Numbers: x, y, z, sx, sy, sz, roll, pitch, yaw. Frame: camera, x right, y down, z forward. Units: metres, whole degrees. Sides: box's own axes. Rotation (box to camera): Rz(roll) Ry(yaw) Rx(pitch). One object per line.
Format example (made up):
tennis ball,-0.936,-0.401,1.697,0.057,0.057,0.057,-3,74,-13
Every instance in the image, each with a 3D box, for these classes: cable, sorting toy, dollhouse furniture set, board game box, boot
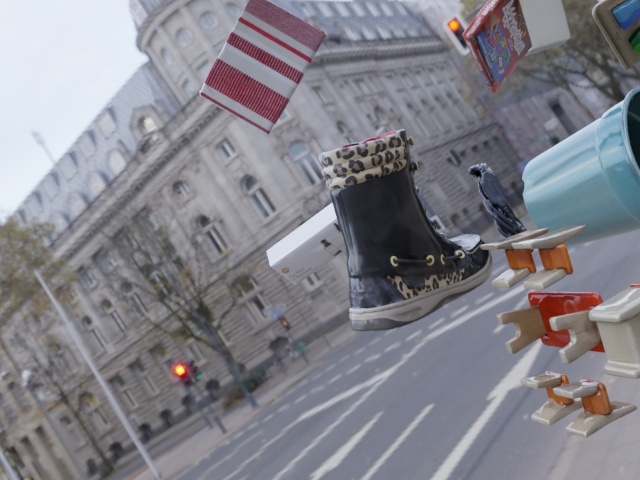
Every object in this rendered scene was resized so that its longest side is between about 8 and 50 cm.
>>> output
cable,0.323,-0.054,1.317,0.047,0.184,0.150,-32,-12,11
sorting toy,0.820,-0.506,1.769,0.229,0.307,0.041,-32,37,25
dollhouse furniture set,0.355,0.106,0.950,0.135,0.261,0.259,-19,4,-20
board game box,0.396,-0.442,1.627,0.145,0.027,0.281,-54,-27,4
boot,0.144,-0.037,1.193,0.138,0.284,0.377,-10,9,42

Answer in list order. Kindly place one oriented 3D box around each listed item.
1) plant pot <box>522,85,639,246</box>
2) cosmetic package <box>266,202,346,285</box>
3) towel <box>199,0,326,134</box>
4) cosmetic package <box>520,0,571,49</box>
plant pot,0.700,-0.149,1.794,0.341,0.341,0.334,-30,2,-40
cosmetic package,0.000,0.000,1.692,0.239,0.099,0.060,-36,38,17
towel,-0.166,-0.497,2.080,0.328,0.237,0.037,-60,2,4
cosmetic package,0.572,-0.671,1.997,0.113,0.309,0.160,-15,4,8
